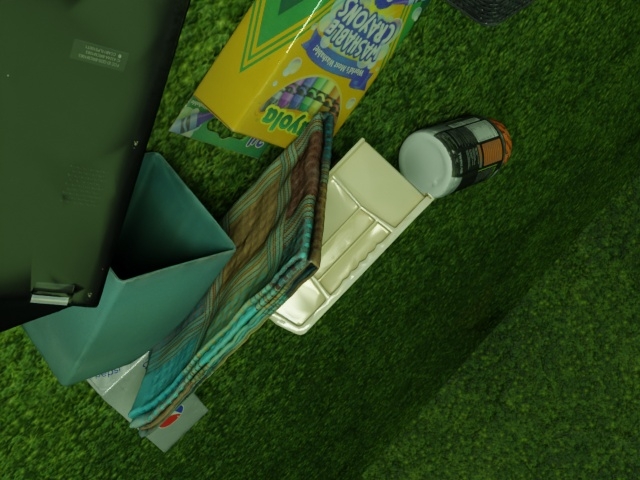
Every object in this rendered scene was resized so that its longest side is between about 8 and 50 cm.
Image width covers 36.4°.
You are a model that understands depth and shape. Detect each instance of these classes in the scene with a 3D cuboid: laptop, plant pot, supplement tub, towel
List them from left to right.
[{"bbox_3d":[-0.353,-0.065,0.670,0.382,0.236,0.408,9,105,-43],"label":"laptop"},{"bbox_3d":[-0.244,0.048,1.122,0.165,0.166,0.234,-17,148,-47],"label":"plant pot"},{"bbox_3d":[-0.109,0.038,1.160,0.040,0.271,0.370,29,128,-21],"label":"towel"},{"bbox_3d":[0.229,-0.144,1.623,0.190,0.117,0.117,-20,143,-44],"label":"supplement tub"}]

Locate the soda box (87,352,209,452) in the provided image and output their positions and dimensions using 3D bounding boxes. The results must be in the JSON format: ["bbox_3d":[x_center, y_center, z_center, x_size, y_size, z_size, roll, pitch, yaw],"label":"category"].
[{"bbox_3d":[-0.257,0.208,1.403,0.098,0.091,0.286,-43,155,-12],"label":"soda box"}]

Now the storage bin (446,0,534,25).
[{"bbox_3d":[0.247,-0.380,1.305,0.180,0.122,0.084,-35,152,-24],"label":"storage bin"}]

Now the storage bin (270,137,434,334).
[{"bbox_3d":[0.000,0.000,1.341,0.260,0.123,0.262,-46,-176,-3],"label":"storage bin"}]

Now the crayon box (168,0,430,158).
[{"bbox_3d":[-0.014,-0.222,1.176,0.323,0.083,0.203,-53,154,14],"label":"crayon box"}]
